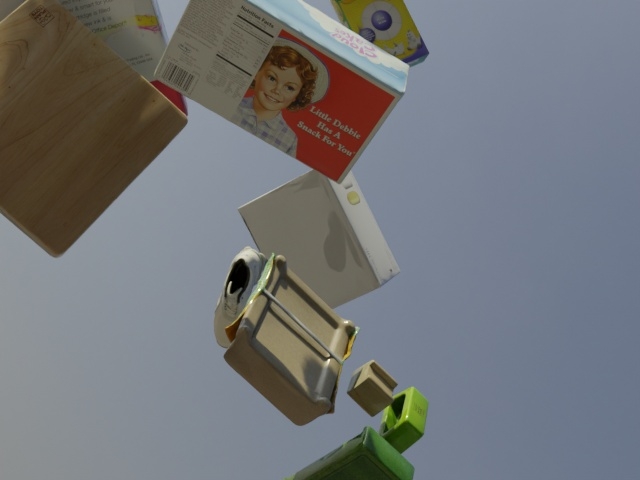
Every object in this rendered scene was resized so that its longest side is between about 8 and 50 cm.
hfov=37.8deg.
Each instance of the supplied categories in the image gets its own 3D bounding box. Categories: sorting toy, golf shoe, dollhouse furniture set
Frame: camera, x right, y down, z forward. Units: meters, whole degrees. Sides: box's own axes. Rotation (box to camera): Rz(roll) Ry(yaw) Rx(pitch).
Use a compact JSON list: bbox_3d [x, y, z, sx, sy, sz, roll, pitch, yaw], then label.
[{"bbox_3d":[-0.353,-0.142,1.205,0.255,0.257,0.089,42,-27,-6],"label":"sorting toy"},{"bbox_3d":[-0.145,0.097,1.536,0.069,0.086,0.176,16,-82,12],"label":"golf shoe"},{"bbox_3d":[-0.024,0.199,1.201,0.301,0.197,0.151,44,-62,-12],"label":"dollhouse furniture set"}]

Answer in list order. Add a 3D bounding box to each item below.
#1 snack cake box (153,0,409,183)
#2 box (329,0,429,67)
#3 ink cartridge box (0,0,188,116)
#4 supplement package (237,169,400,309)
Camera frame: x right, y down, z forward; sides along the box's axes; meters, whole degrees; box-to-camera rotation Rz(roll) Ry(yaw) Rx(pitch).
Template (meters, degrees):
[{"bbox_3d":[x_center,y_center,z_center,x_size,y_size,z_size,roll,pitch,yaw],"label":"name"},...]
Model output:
[{"bbox_3d":[-0.045,-0.203,1.117,0.264,0.089,0.152,30,-57,-9],"label":"snack cake box"},{"bbox_3d":[0.090,-0.355,1.508,0.179,0.105,0.043,64,-12,6],"label":"box"},{"bbox_3d":[-0.342,-0.306,1.360,0.131,0.226,0.306,-111,-173,-64],"label":"ink cartridge box"},{"bbox_3d":[0.000,0.000,1.857,0.204,0.145,0.262,-26,-89,24],"label":"supplement package"}]
